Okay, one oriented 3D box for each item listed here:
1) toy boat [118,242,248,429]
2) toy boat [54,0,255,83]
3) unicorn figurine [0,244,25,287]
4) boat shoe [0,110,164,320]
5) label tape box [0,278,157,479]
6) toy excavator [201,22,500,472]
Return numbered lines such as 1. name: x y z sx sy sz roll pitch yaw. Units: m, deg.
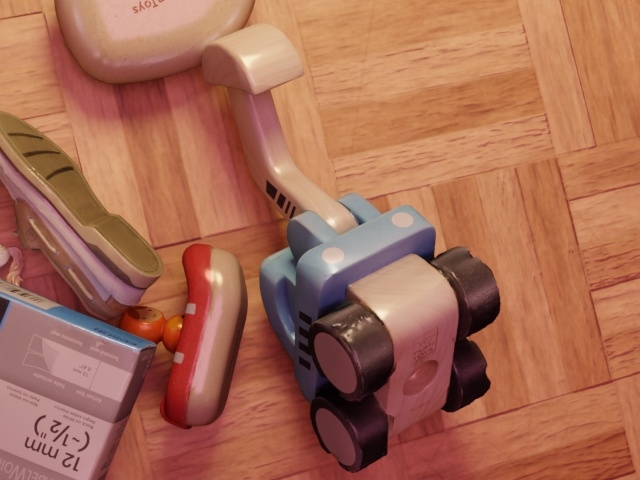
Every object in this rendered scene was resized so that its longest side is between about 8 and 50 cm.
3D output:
1. toy boat: -0.179 0.115 1.537 0.151 0.151 0.231 12 81 3
2. toy boat: -0.226 -0.370 1.573 0.267 0.148 0.318 -18 98 -11
3. unicorn figurine: -0.445 0.019 1.515 0.162 0.060 0.111 16 80 -30
4. boat shoe: -0.332 -0.030 1.513 0.302 0.113 0.103 47 111 12
5. label tape box: -0.375 0.238 1.434 0.249 0.115 0.348 22 88 2
6. toy excavator: 0.000 0.000 1.545 0.222 0.433 0.445 -28 50 -27
